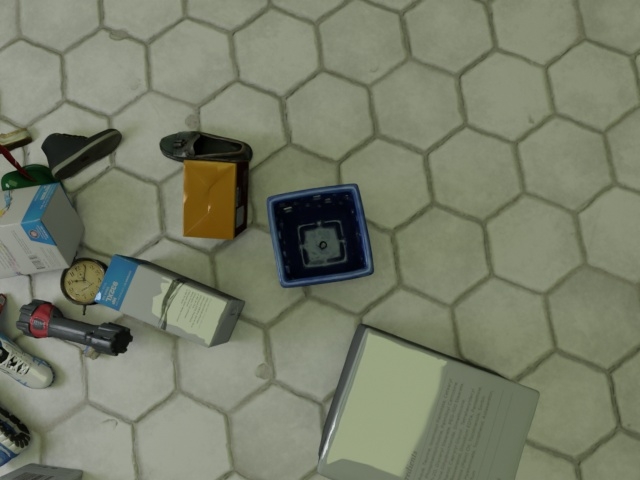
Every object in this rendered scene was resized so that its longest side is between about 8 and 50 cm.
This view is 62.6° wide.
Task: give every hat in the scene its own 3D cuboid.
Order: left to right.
[{"bbox_3d":[-0.834,-0.154,1.427,0.208,0.183,0.173,42,85,7],"label":"hat"}]

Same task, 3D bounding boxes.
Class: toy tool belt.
[{"bbox_3d":[-0.616,0.278,1.427,0.051,0.052,0.083,23,83,-4],"label":"toy tool belt"}]

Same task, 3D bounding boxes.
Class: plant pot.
[{"bbox_3d":[0.000,0.000,1.366,0.236,0.212,0.236,-9,82,0],"label":"plant pot"}]

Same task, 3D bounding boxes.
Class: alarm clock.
[{"bbox_3d":[-0.649,0.097,1.447,0.129,0.064,0.192,-33,85,-3],"label":"alarm clock"}]

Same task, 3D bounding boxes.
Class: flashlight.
[{"bbox_3d":[-0.643,0.232,1.384,0.304,0.103,0.103,10,49,14],"label":"flashlight"}]

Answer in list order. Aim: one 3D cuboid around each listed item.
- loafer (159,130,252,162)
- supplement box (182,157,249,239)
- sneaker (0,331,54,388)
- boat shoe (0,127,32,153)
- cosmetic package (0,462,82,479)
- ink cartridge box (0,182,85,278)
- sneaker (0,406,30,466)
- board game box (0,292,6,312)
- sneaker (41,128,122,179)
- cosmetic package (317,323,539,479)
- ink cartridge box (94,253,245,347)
[{"bbox_3d":[-0.327,-0.268,1.477,0.267,0.084,0.096,6,83,2],"label":"loafer"},{"bbox_3d":[-0.268,-0.115,1.376,0.129,0.194,0.191,4,100,2],"label":"supplement box"},{"bbox_3d":[-0.826,0.325,1.411,0.237,0.086,0.085,32,83,4],"label":"sneaker"},{"bbox_3d":[-0.906,-0.287,1.519,0.135,0.050,0.045,-20,78,-11],"label":"boat shoe"},{"bbox_3d":[-0.720,0.682,1.323,0.151,0.151,0.184,7,82,3],"label":"cosmetic package"},{"bbox_3d":[-0.786,-0.025,1.386,0.232,0.171,0.168,-8,42,1],"label":"ink cartridge box"},{"bbox_3d":[-0.929,0.468,1.372,0.330,0.130,0.147,44,83,7],"label":"sneaker"},{"bbox_3d":[-1.005,0.235,1.414,0.281,0.027,0.145,-16,39,-1],"label":"board game box"},{"bbox_3d":[-0.684,-0.280,1.492,0.222,0.083,0.118,-33,78,-5],"label":"sneaker"},{"bbox_3d":[0.229,0.418,1.241,0.393,0.329,0.327,19,84,4],"label":"cosmetic package"},{"bbox_3d":[-0.373,0.155,1.350,0.307,0.223,0.129,21,84,4],"label":"ink cartridge box"}]
